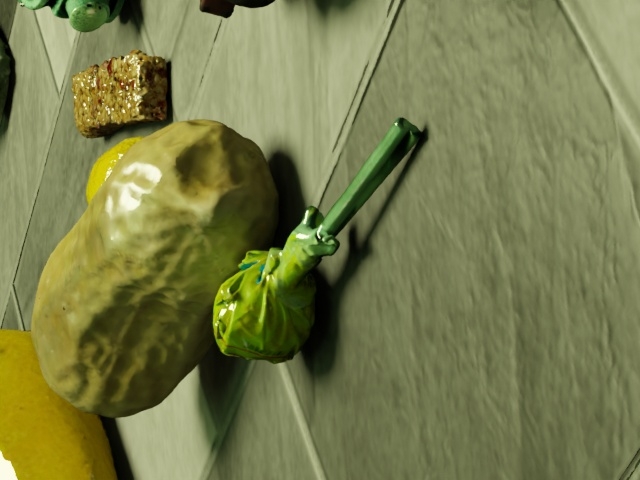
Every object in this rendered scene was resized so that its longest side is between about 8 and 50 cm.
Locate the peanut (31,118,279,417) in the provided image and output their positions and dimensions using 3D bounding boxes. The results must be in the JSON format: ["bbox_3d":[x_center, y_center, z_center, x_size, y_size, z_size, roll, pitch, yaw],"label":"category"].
[{"bbox_3d":[-0.129,0.012,1.522,0.291,0.143,0.159,124,147,-45],"label":"peanut"}]

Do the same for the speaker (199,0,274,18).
[{"bbox_3d":[-0.047,-0.285,1.288,0.329,0.198,0.259,-176,72,-75],"label":"speaker"}]

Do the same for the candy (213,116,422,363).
[{"bbox_3d":[-0.002,-0.002,1.337,0.262,0.073,0.077,-52,22,46],"label":"candy"}]

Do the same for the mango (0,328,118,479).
[{"bbox_3d":[-0.281,0.231,1.853,0.365,0.182,0.253,39,124,47],"label":"mango"}]

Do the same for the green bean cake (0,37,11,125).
[{"bbox_3d":[-0.442,-0.205,2.177,0.173,0.181,0.094,-116,36,-49],"label":"green bean cake"}]

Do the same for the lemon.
[{"bbox_3d":[-0.151,-0.045,1.640,0.110,0.082,0.082,-33,61,55],"label":"lemon"}]

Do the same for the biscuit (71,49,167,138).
[{"bbox_3d":[-0.182,-0.129,1.765,0.199,0.034,0.064,176,94,-66],"label":"biscuit"}]

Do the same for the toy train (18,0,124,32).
[{"bbox_3d":[-0.220,-0.309,1.784,0.159,0.101,0.248,-53,43,35],"label":"toy train"}]
